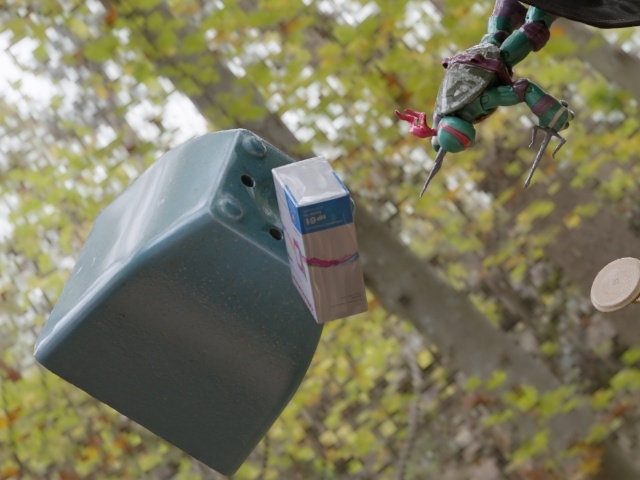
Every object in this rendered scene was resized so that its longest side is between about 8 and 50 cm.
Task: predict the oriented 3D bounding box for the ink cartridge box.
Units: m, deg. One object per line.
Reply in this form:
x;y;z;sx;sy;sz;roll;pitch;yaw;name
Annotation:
0.000;0.000;1.549;0.052;0.088;0.122;-16;-62;-9;ink cartridge box

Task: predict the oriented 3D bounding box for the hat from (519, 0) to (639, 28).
0.234;-0.365;1.706;0.331;0.331;0.134;-13;-29;-28;hat

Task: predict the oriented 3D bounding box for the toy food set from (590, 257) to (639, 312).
0.374;0.055;2.161;0.083;0.082;0.020;-34;-53;22;toy food set

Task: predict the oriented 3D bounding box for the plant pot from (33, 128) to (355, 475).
-0.098;0.036;1.770;0.247;0.248;0.252;34;-51;-13;plant pot

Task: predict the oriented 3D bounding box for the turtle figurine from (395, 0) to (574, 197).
0.176;-0.150;1.761;0.118;0.175;0.234;46;-116;-40;turtle figurine
